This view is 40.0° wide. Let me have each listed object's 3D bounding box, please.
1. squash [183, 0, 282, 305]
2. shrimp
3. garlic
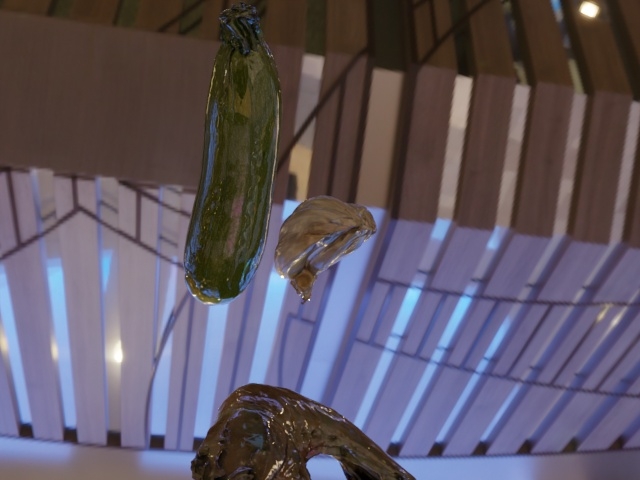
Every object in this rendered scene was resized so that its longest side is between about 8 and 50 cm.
[{"bbox_3d":[-0.050,-0.048,0.523,0.052,0.183,0.052,8,-167,-2],"label":"squash"},{"bbox_3d":[-0.003,0.145,0.481,0.152,0.046,0.219,32,-168,4],"label":"shrimp"},{"bbox_3d":[0.000,-0.004,0.854,0.074,0.094,0.113,45,-139,2],"label":"garlic"}]
